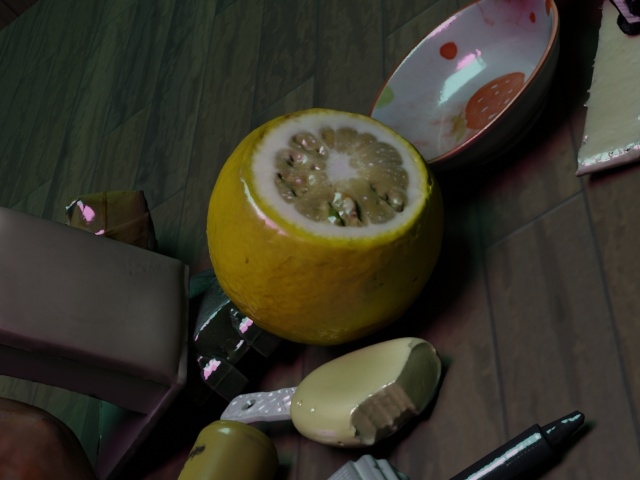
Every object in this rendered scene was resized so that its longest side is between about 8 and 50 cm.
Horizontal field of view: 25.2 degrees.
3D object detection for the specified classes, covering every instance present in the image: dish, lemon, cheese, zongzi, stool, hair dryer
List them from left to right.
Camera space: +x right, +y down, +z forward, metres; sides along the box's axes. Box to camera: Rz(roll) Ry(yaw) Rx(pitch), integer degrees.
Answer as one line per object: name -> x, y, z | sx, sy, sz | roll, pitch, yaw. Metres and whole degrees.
stool -> -0.303, 0.128, 1.567 | 0.269, 0.244, 0.170 | -53, 28, 41
zongzi -> -0.267, 0.080, 1.867 | 0.125, 0.274, 0.251 | -7, -3, -6
hair dryer -> -0.160, 0.277, 1.468 | 0.279, 0.090, 0.135 | -24, 34, 46
cheese -> -0.003, 0.159, 1.403 | 0.255, 0.050, 0.127 | -14, 30, 40
lemon -> 0.000, 0.000, 1.464 | 0.219, 0.240, 0.240 | 106, -179, -49
hair dryer -> 0.112, 0.210, 1.210 | 0.255, 0.070, 0.128 | -34, 28, 6
dish -> 0.174, -0.156, 1.579 | 0.260, 0.085, 0.260 | -33, 32, 24
cheese -> 0.328, -0.216, 1.500 | 0.085, 0.034, 0.400 | -22, 36, 38

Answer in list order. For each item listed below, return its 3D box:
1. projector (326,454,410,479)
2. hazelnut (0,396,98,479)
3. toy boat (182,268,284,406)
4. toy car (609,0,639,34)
projector -> 0.093, 0.277, 0.988 | 0.099, 0.192, 0.256 | -44, 27, 5
hazelnut -> -0.373, 0.320, 1.416 | 0.366, 0.366, 0.366 | -34, 30, 22
toy boat -> -0.137, 0.101, 1.663 | 0.141, 0.092, 0.319 | -51, 20, -7
toy car -> 0.311, -0.279, 1.489 | 0.070, 0.080, 0.170 | -36, 30, 10
